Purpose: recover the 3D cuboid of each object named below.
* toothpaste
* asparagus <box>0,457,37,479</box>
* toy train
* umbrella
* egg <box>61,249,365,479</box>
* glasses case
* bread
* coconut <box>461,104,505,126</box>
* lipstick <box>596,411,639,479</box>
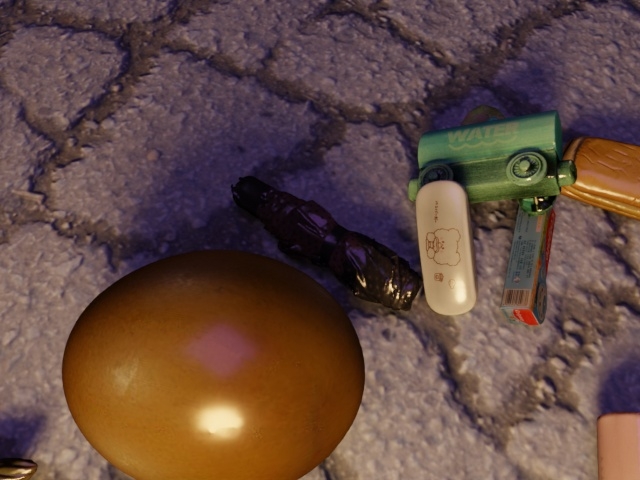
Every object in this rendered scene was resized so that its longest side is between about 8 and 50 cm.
[{"bbox_3d":[0.311,0.032,0.925,0.044,0.070,0.193,-2,56,35],"label":"toothpaste"},{"bbox_3d":[-0.481,0.322,0.770,0.288,0.080,0.080,-19,62,0],"label":"asparagus"},{"bbox_3d":[0.255,-0.119,0.945,0.248,0.101,0.159,-3,63,30],"label":"toy train"},{"bbox_3d":[0.000,0.000,0.927,0.326,0.090,0.094,30,69,18],"label":"umbrella"},{"bbox_3d":[-0.124,0.150,0.735,0.352,0.282,0.282,5,61,11],"label":"egg"},{"bbox_3d":[0.181,0.010,0.893,0.074,0.049,0.193,-5,93,23],"label":"glasses case"},{"bbox_3d":[0.476,-0.100,0.981,0.201,0.077,0.115,21,71,13],"label":"bread"},{"bbox_3d":[0.271,-0.182,1.029,0.084,0.081,0.082,-1,95,-15],"label":"coconut"},{"bbox_3d":[0.365,0.367,0.709,0.087,0.087,0.326,8,61,6],"label":"lipstick"}]
